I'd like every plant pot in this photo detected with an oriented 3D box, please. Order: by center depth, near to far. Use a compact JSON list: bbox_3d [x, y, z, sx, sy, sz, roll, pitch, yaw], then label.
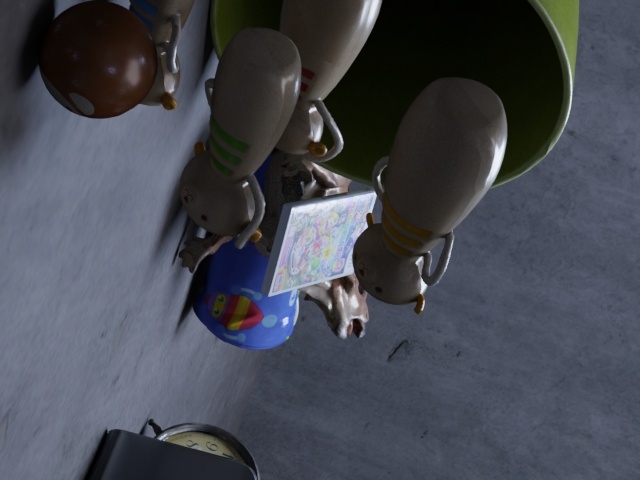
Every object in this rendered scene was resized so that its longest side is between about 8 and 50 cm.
[{"bbox_3d":[0.092,-0.234,1.008,0.274,0.275,0.293,106,6,-54],"label":"plant pot"}]

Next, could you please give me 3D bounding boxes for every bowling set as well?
[{"bbox_3d":[-0.059,-0.087,0.658,0.287,0.200,0.154,62,-29,27],"label":"bowling set"}]

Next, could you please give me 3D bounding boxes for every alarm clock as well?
[{"bbox_3d":[-0.116,0.272,1.362,0.129,0.192,0.064,-67,176,-47],"label":"alarm clock"}]

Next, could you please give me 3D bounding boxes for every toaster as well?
[{"bbox_3d":[-0.141,0.267,1.171,0.168,0.186,0.110,89,16,-59],"label":"toaster"}]

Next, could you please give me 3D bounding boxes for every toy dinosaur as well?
[{"bbox_3d":[-0.008,-0.051,1.211,0.200,0.127,0.295,-13,124,-52],"label":"toy dinosaur"}]

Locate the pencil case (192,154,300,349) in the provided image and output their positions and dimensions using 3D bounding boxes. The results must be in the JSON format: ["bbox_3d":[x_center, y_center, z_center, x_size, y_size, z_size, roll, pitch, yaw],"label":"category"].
[{"bbox_3d":[-0.046,-0.031,1.380,0.133,0.119,0.306,-23,134,-63],"label":"pencil case"}]

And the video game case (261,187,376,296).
[{"bbox_3d":[0.000,0.000,1.125,0.122,0.011,0.087,-13,126,-50],"label":"video game case"}]

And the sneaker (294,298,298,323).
[{"bbox_3d":[-0.057,-0.005,1.819,0.152,0.114,0.305,-114,-134,-73],"label":"sneaker"}]
